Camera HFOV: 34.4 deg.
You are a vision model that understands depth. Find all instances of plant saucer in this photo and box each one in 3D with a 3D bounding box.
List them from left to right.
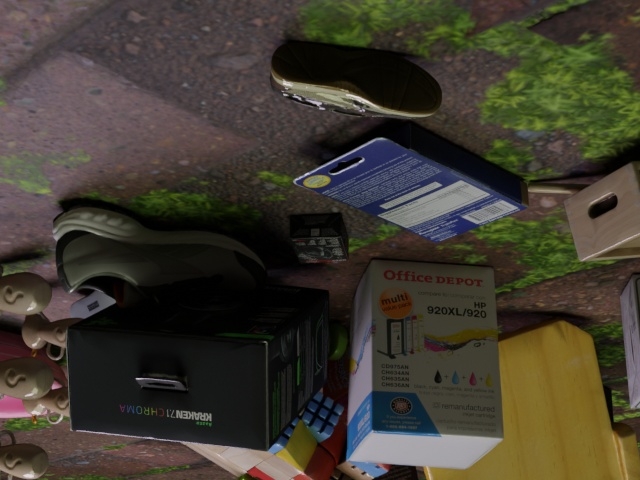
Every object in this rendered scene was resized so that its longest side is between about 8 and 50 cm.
[{"bbox_3d":[-0.576,0.215,1.701,0.332,0.084,0.332,2,157,1],"label":"plant saucer"}]

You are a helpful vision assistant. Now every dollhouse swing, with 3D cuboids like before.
[{"bbox_3d":[0.272,0.301,1.620,0.347,0.305,0.315,-18,176,-10],"label":"dollhouse swing"}]

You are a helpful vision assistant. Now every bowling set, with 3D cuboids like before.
[{"bbox_3d":[-0.379,0.182,1.413,0.154,0.287,0.200,-1,174,33],"label":"bowling set"}]

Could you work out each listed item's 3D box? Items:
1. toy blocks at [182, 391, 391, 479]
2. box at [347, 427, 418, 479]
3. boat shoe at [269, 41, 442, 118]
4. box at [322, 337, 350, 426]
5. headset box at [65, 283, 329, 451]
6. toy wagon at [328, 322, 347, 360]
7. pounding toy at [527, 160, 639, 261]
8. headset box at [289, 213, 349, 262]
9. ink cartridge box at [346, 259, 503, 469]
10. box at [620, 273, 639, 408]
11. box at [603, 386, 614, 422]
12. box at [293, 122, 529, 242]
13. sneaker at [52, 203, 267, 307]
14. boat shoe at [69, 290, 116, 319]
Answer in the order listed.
[{"bbox_3d":[-0.063,0.278,1.489,0.381,0.190,0.261,33,150,-5],"label":"toy blocks"},{"bbox_3d":[0.073,0.447,2.003,0.167,0.203,0.168,-18,168,38],"label":"box"},{"bbox_3d":[0.030,-0.136,0.906,0.152,0.056,0.049,14,160,-6],"label":"boat shoe"},{"bbox_3d":[0.129,0.249,1.662,0.128,0.122,0.257,-22,142,34],"label":"box"},{"bbox_3d":[-0.142,0.144,1.256,0.246,0.131,0.283,3,-169,16],"label":"headset box"},{"bbox_3d":[-0.137,0.160,1.569,0.267,0.068,0.344,17,152,-31],"label":"toy wagon"},{"bbox_3d":[0.317,-0.038,1.081,0.130,0.100,0.141,-3,163,-28],"label":"pounding toy"},{"bbox_3d":[0.000,0.000,1.239,0.062,0.032,0.083,-2,157,9],"label":"headset box"},{"bbox_3d":[0.132,0.164,1.360,0.171,0.232,0.168,5,154,-7],"label":"ink cartridge box"},{"bbox_3d":[0.553,0.134,1.351,0.290,0.169,0.087,-1,156,4],"label":"box"},{"bbox_3d":[0.420,0.307,1.853,0.156,0.093,0.158,-19,151,38],"label":"box"},{"bbox_3d":[0.096,-0.061,1.087,0.225,0.036,0.136,20,150,-39],"label":"box"},{"bbox_3d":[-0.191,0.038,1.244,0.271,0.108,0.100,10,153,-28],"label":"sneaker"},{"bbox_3d":[-0.293,0.083,1.440,0.142,0.049,0.040,-19,180,37],"label":"boat shoe"}]
